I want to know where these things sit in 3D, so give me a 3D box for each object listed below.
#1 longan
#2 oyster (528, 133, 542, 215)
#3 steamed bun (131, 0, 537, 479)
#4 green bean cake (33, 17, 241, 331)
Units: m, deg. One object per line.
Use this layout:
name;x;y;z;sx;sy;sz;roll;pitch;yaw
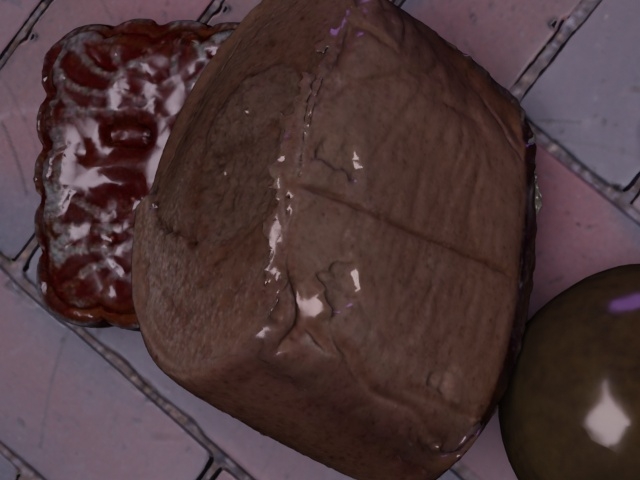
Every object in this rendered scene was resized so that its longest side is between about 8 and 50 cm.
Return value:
longan;0.205;0.107;1.261;0.167;0.167;0.187;34;94;13
oyster;0.121;-0.019;1.347;0.098;0.037;0.100;-18;84;13
steamed bun;0.000;0.000;1.242;0.199;0.251;0.301;-9;59;43
green bean cake;-0.111;-0.047;1.376;0.198;0.097;0.233;5;89;14
